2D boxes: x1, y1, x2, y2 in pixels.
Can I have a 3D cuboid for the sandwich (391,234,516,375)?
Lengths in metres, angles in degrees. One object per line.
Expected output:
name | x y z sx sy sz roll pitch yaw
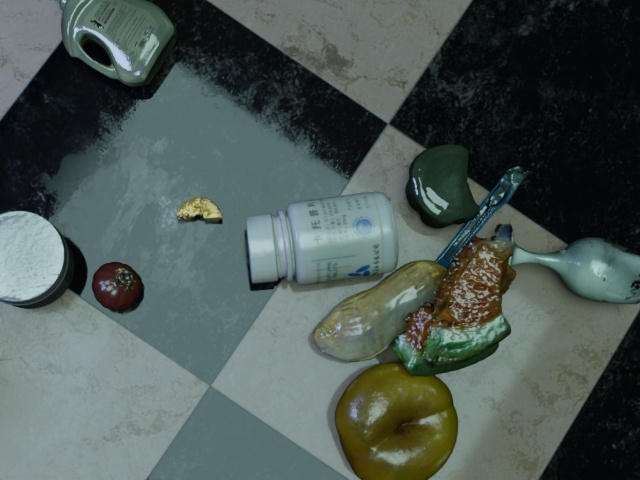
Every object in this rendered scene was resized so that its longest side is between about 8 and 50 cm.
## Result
sandwich | 0.299 0.132 1.813 0.250 0.162 0.301 -1 117 -39

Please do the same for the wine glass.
wine glass | 0.511 0.052 1.946 0.321 0.143 0.143 9 81 -7

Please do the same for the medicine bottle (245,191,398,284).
medicine bottle | 0.000 0.000 1.887 0.292 0.170 0.170 -7 83 -5

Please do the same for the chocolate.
chocolate | 0.131 0.146 1.899 0.309 0.134 0.134 -28 85 -10

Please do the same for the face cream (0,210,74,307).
face cream | -0.575 0.041 1.836 0.177 0.153 0.177 1 81 -7

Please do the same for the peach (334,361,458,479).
peach | 0.152 0.363 1.862 0.251 0.153 0.251 0 88 -3

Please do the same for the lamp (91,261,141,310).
lamp | -0.404 0.090 1.876 0.101 0.090 0.101 21 56 -35

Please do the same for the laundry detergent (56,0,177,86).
laundry detergent | -0.436 -0.438 1.948 0.253 0.091 0.181 30 86 -1

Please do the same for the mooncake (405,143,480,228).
mooncake | 0.259 -0.112 1.961 0.168 0.104 0.175 25 78 2

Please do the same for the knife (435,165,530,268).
knife | 0.343 -0.049 1.999 0.044 0.026 0.296 42 80 -10

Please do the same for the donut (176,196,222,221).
donut | -0.249 -0.054 1.938 0.083 0.038 0.067 -33 88 -4
